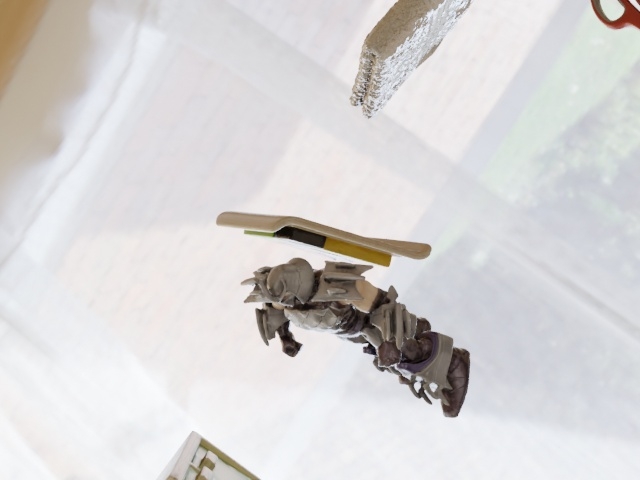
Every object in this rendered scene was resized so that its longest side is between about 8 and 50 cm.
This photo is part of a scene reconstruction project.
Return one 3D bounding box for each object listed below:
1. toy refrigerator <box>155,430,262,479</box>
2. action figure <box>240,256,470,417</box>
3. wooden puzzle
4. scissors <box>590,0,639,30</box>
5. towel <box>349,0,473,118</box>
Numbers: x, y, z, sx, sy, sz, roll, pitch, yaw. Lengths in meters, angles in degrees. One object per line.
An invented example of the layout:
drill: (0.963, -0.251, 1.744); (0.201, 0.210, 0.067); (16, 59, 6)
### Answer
toy refrigerator: (-0.101, 0.239, 1.104); (0.094, 0.102, 0.269); (-53, 180, -1)
action figure: (0.038, 0.087, 1.289); (0.285, 0.185, 0.099); (29, 77, -43)
wooden puzzle: (0.000, 0.000, 1.761); (0.221, 0.239, 0.044); (6, -94, 64)
scissors: (0.431, -0.269, 1.665); (0.021, 0.297, 0.109); (27, 124, -37)
towel: (0.114, -0.248, 1.529); (0.187, 0.049, 0.282); (-49, 175, -7)
